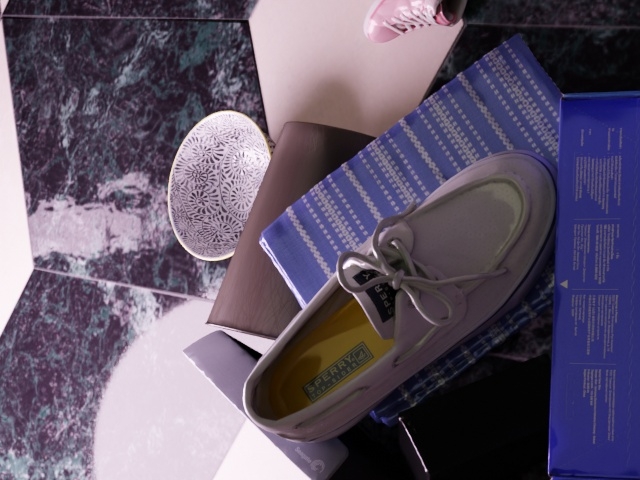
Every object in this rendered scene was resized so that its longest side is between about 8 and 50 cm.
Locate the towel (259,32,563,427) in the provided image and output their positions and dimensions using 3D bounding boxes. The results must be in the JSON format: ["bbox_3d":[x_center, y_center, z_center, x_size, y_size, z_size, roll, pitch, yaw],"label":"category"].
[{"bbox_3d":[0.126,-0.006,1.700,0.336,0.040,0.243,-37,73,12],"label":"towel"}]

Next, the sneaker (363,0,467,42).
[{"bbox_3d":[0.103,-0.241,1.848,0.134,0.051,0.070,-41,51,26],"label":"sneaker"}]

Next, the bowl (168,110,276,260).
[{"bbox_3d":[-0.087,-0.057,1.978,0.170,0.080,0.170,-9,76,42],"label":"bowl"}]

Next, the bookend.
[{"bbox_3d":[0.160,0.200,1.687,0.157,0.156,0.072,-21,59,-9],"label":"bookend"}]

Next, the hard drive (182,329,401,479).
[{"bbox_3d":[-0.019,0.188,1.813,0.054,0.172,0.254,-53,48,3],"label":"hard drive"}]

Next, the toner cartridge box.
[{"bbox_3d":[0.295,0.043,1.564,0.165,0.075,0.348,0,83,23],"label":"toner cartridge box"}]

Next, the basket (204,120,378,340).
[{"bbox_3d":[0.000,0.000,1.840,0.204,0.154,0.227,12,86,24],"label":"basket"}]

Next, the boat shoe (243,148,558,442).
[{"bbox_3d":[0.065,0.047,1.609,0.367,0.156,0.136,-40,72,12],"label":"boat shoe"}]
